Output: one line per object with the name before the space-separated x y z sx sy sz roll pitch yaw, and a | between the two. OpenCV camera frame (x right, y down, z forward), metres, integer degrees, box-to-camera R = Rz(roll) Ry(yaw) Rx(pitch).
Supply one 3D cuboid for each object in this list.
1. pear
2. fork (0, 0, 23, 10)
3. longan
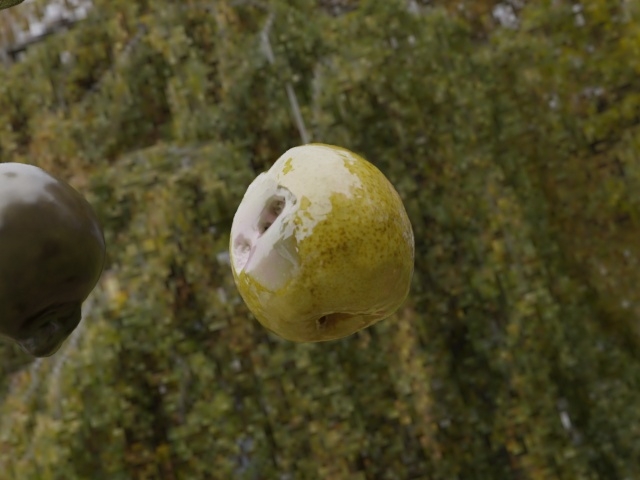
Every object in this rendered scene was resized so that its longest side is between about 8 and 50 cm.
pear | 0.000 0.000 1.347 0.178 0.178 0.178 -16 -15 -4
fork | -0.304 -0.160 1.272 0.219 0.028 0.034 -54 -8 -53
longan | -0.309 0.021 1.548 0.184 0.204 0.159 -17 -6 -16
